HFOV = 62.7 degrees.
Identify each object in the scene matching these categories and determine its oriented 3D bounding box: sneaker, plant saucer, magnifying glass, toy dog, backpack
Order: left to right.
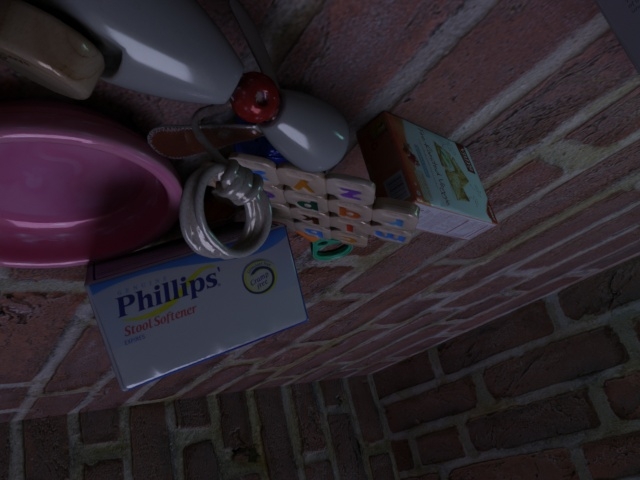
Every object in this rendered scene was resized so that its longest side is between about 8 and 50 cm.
[{"bbox_3d":[-0.348,-0.067,0.673,0.331,0.084,0.332,-12,156,-5],"label":"plant saucer"},{"bbox_3d":[-0.136,-0.159,0.481,0.220,0.161,0.334,-48,126,-14],"label":"toy dog"},{"bbox_3d":[-0.131,-0.079,0.824,0.175,0.064,0.067,-22,137,4],"label":"sneaker"},{"bbox_3d":[-0.051,-0.137,0.678,0.120,0.098,0.101,2,150,-8],"label":"backpack"},{"bbox_3d":[0.000,0.000,1.105,0.092,0.026,0.231,-22,155,17],"label":"magnifying glass"}]

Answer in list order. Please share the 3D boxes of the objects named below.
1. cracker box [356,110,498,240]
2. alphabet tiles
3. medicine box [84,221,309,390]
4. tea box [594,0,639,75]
[{"bbox_3d":[0.172,-0.094,0.826,0.232,0.156,0.067,9,147,-44],"label":"cracker box"},{"bbox_3d":[-0.014,-0.048,0.701,0.283,0.021,0.278,12,166,7],"label":"alphabet tiles"},{"bbox_3d":[-0.200,0.076,0.801,0.263,0.149,0.289,-18,-170,-22],"label":"medicine box"},{"bbox_3d":[0.487,-0.276,0.516,0.323,0.220,0.329,7,149,-42],"label":"tea box"}]
